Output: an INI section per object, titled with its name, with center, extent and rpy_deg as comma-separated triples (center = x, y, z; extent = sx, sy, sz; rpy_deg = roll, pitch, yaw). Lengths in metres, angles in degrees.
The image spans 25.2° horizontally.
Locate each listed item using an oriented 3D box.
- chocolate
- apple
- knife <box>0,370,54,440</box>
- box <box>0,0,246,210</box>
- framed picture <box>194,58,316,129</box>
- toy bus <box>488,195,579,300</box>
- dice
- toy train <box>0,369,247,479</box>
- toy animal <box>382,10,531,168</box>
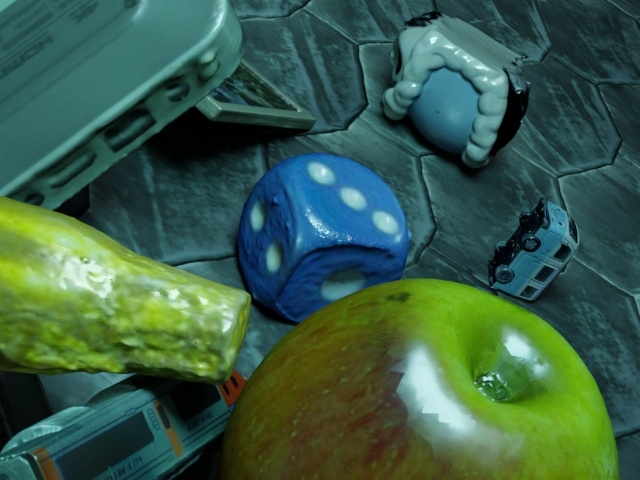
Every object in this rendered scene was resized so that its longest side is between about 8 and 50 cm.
[chocolate]
center = -0.279, 0.038, 1.175
extent = 0.445, 0.162, 0.162
rpy_deg = 14, 34, 10
[apple]
center = 0.088, 0.202, 1.203
extent = 0.339, 0.339, 0.339
rpy_deg = 20, 37, -16
[knife]
center = -0.260, 0.156, 1.236
extent = 0.123, 0.053, 0.278
rpy_deg = -12, 58, -29
[box]
center = -0.317, -0.209, 1.387
extent = 0.396, 0.396, 0.111
rpy_deg = 52, -1, 27
[framed picture]
center = -0.145, -0.213, 1.700
extent = 0.240, 0.020, 0.324
rpy_deg = 41, 15, 14
[toy bus]
center = 0.263, 0.014, 1.739
extent = 0.075, 0.123, 0.060
rpy_deg = 25, 36, -15
[dice]
center = 0.000, 0.000, 1.544
extent = 0.146, 0.143, 0.146
rpy_deg = 6, 46, -33
[toy train]
center = -0.158, 0.159, 1.159
extent = 0.089, 0.086, 0.409
rpy_deg = 66, 18, 0
[toy animal]
center = 0.177, -0.202, 1.910
extent = 0.204, 0.156, 0.208
rpy_deg = 31, 19, 5
